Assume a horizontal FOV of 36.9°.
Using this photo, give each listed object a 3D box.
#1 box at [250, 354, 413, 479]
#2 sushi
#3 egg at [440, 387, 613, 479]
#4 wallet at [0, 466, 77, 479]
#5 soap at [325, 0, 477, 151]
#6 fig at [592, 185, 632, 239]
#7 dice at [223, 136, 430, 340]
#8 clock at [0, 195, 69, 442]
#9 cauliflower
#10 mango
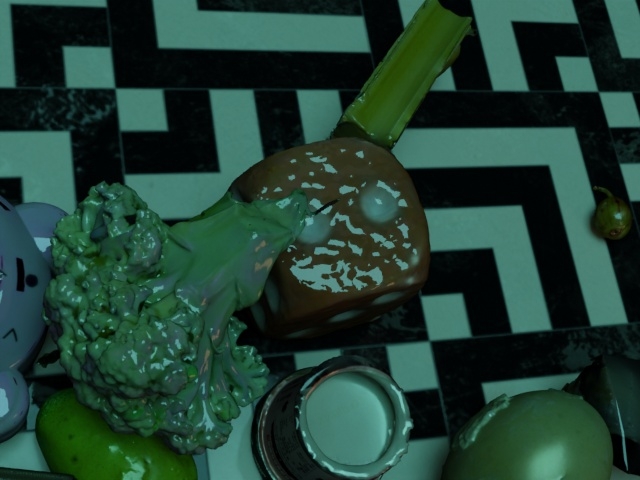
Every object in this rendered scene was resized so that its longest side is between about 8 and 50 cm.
[{"bbox_3d":[0.015,0.192,0.980,0.151,0.135,0.151,6,67,-14],"label":"box"},{"bbox_3d":[0.396,0.229,1.120,0.273,0.109,0.134,15,60,-28],"label":"sushi"},{"bbox_3d":[0.216,0.247,1.002,0.164,0.164,0.201,43,87,2],"label":"egg"},{"bbox_3d":[-0.325,0.251,0.864,0.198,0.031,0.110,8,102,-8],"label":"wallet"},{"bbox_3d":[0.089,-0.176,1.154,0.076,0.135,0.233,36,62,-1],"label":"soap"},{"bbox_3d":[0.376,-0.040,1.247,0.050,0.050,0.083,8,47,-15],"label":"fig"},{"bbox_3d":[0.000,0.000,1.031,0.179,0.174,0.175,-10,74,-23],"label":"dice"},{"bbox_3d":[-0.412,0.043,0.912,0.322,0.113,0.296,18,64,-12],"label":"clock"},{"bbox_3d":[-0.122,0.043,0.877,0.315,0.239,0.256,-38,64,10],"label":"cauliflower"},{"bbox_3d":[-0.199,0.210,0.922,0.178,0.100,0.119,39,65,8],"label":"mango"}]
